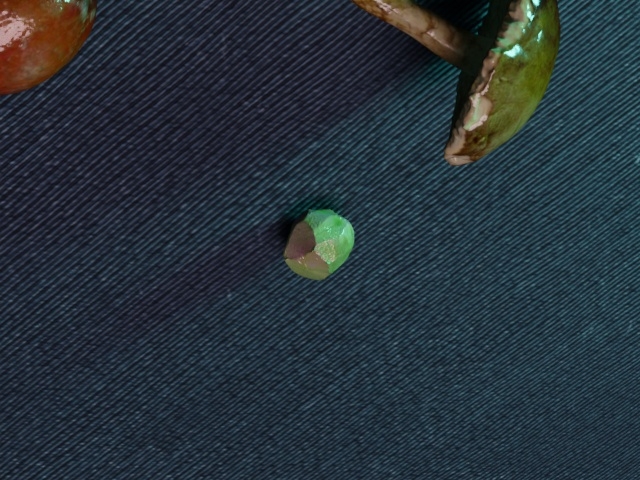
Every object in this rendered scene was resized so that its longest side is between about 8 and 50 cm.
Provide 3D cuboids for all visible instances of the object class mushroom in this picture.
[{"bbox_3d":[0.128,-0.241,1.722,0.208,0.301,0.233,-35,174,-22],"label":"mushroom"}]

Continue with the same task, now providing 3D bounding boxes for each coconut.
[{"bbox_3d":[0.000,0.000,1.931,0.082,0.081,0.083,-10,128,40],"label":"coconut"}]

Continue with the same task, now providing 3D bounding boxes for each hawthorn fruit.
[{"bbox_3d":[-0.298,-0.219,1.532,0.173,0.173,0.173,-11,136,-11],"label":"hawthorn fruit"}]
